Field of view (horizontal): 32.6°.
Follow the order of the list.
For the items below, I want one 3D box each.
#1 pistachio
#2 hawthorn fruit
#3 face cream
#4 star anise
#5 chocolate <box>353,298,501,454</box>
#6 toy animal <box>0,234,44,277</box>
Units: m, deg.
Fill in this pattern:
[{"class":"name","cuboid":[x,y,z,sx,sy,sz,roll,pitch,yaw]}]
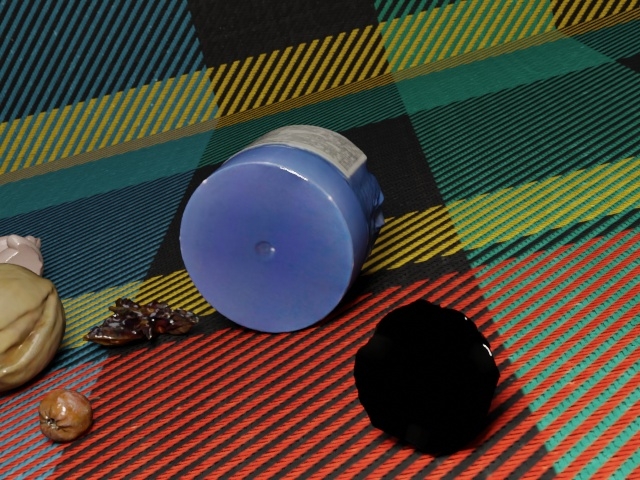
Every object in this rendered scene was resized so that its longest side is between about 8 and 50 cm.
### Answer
[{"class":"pistachio","cuboid":[-0.465,0.125,1.601,0.181,0.162,0.293,-33,21,1]},{"class":"hawthorn fruit","cuboid":[-0.306,0.207,1.357,0.066,0.067,0.103,-9,16,21]},{"class":"face cream","cuboid":[-0.044,-0.024,1.550,0.249,0.249,0.225,-9,18,21]},{"class":"star anise","cuboid":[-0.281,0.126,1.613,0.157,0.053,0.212,-22,20,-24]},{"class":"chocolate","cuboid":[0.127,0.136,1.136,0.156,0.156,0.133,-7,-9,26]},{"class":"toy animal","cuboid":[-0.577,0.043,2.056,0.124,0.124,0.212,-20,11,-16]}]
